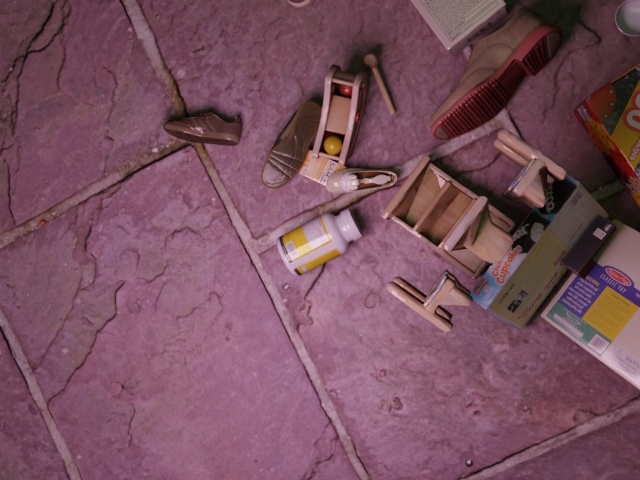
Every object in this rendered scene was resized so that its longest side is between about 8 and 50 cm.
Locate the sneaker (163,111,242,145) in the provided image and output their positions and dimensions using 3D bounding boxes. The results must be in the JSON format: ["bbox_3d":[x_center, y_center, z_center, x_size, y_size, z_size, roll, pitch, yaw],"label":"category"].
[{"bbox_3d":[-0.278,-0.273,1.826,0.188,0.066,0.071,10,76,4],"label":"sneaker"}]

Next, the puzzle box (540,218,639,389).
[{"bbox_3d":[0.688,0.164,1.558,0.272,0.052,0.409,-54,48,7],"label":"puzzle box"}]

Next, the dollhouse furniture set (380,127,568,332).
[{"bbox_3d":[0.264,-0.051,1.562,0.256,0.394,0.362,36,96,8],"label":"dollhouse furniture set"}]

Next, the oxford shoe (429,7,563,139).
[{"bbox_3d":[0.367,-0.367,1.702,0.348,0.123,0.130,-41,58,9],"label":"oxford shoe"}]

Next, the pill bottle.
[{"bbox_3d":[0.000,0.000,1.753,0.184,0.103,0.103,-27,86,9],"label":"pill bottle"}]

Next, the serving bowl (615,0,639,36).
[{"bbox_3d":[0.686,-0.486,1.672,0.083,0.027,0.083,0,91,9],"label":"serving bowl"}]

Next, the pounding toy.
[{"bbox_3d":[0.084,-0.298,1.711,0.154,0.154,0.270,15,93,9],"label":"pounding toy"}]

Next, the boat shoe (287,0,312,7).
[{"bbox_3d":[-0.078,-0.687,1.764,0.102,0.092,0.285,-12,89,9],"label":"boat shoe"}]

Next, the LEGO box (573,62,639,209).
[{"bbox_3d":[0.844,-0.262,1.565,0.500,0.193,0.372,-33,85,8],"label":"LEGO box"}]

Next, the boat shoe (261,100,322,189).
[{"bbox_3d":[-0.066,-0.220,1.779,0.080,0.073,0.224,29,92,-10],"label":"boat shoe"}]

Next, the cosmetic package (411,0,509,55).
[{"bbox_3d":[0.261,-0.583,1.690,0.160,0.113,0.309,-36,84,18],"label":"cosmetic package"}]

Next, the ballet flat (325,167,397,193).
[{"bbox_3d":[0.095,-0.139,1.740,0.168,0.052,0.057,-9,100,-7],"label":"ballet flat"}]

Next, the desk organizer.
[{"bbox_3d":[0.580,0.015,1.639,0.130,0.050,0.047,-53,52,5],"label":"desk organizer"}]

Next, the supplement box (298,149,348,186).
[{"bbox_3d":[0.006,-0.163,1.784,0.098,0.036,0.062,25,95,8],"label":"supplement box"}]

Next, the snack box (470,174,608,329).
[{"bbox_3d":[0.470,0.030,1.636,0.322,0.187,0.060,-54,48,6],"label":"snack box"}]
